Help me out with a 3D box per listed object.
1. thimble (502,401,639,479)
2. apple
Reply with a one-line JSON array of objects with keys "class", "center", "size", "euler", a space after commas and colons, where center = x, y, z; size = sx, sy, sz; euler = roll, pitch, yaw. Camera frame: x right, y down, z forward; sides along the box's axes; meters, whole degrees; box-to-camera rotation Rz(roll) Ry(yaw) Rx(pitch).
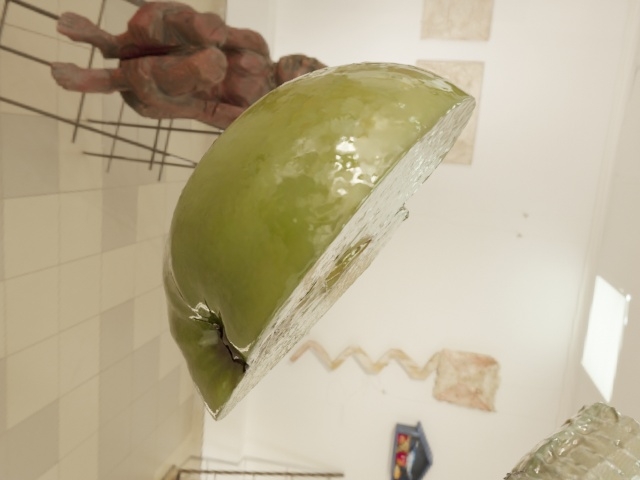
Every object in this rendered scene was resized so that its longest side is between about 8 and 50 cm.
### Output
[{"class": "thimble", "center": [0.201, 0.191, 0.415], "size": [0.102, 0.090, 0.115], "euler": [26, -41, 59]}, {"class": "apple", "center": [0.000, 0.000, 0.575], "size": [0.360, 0.311, 0.320], "euler": [-41, 121, -38]}]
